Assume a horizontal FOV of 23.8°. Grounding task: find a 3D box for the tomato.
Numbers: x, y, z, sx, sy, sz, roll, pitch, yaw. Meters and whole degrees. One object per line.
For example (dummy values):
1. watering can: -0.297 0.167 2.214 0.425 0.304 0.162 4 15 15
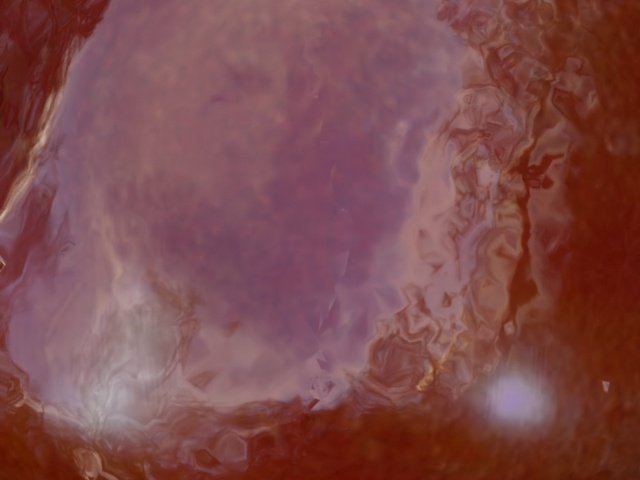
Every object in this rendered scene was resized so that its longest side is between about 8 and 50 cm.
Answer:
1. tomato: 0.000 0.000 0.556 0.325 0.290 0.293 2 73 57
